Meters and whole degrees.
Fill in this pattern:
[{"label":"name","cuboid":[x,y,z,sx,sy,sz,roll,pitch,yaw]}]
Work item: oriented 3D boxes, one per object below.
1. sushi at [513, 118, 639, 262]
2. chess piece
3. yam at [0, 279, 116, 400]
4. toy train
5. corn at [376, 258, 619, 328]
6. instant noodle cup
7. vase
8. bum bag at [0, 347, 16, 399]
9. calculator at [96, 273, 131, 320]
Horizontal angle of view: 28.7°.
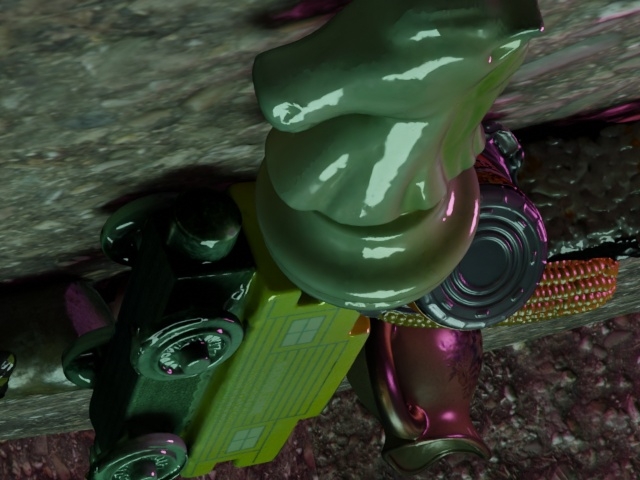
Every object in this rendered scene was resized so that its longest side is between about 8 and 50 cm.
[{"label":"sushi","cuboid":[0.242,-0.044,1.210,0.225,0.136,0.126,-8,168,17]},{"label":"chess piece","cuboid":[0.040,-0.077,0.849,0.175,0.176,0.298,-10,156,-8]},{"label":"yam","cuboid":[-0.393,0.121,1.427,0.330,0.133,0.133,-6,169,-1]},{"label":"toy train","cuboid":[-0.100,0.100,1.261,0.272,0.179,0.442,-7,147,-26]},{"label":"corn","cuboid":[0.230,0.053,1.687,0.344,0.131,0.131,-5,168,-11]},{"label":"instant noodle cup","cuboid":[0.114,-0.001,1.068,0.177,0.208,0.125,25,-171,-24]},{"label":"vase","cuboid":[0.147,0.232,2.068,0.240,0.302,0.329,-15,168,20]},{"label":"bum bag","cuboid":[-0.407,0.107,1.294,0.106,0.060,0.232,-31,135,19]},{"label":"calculator","cuboid":[-0.165,0.114,1.526,0.329,0.048,0.220,-19,129,39]}]
